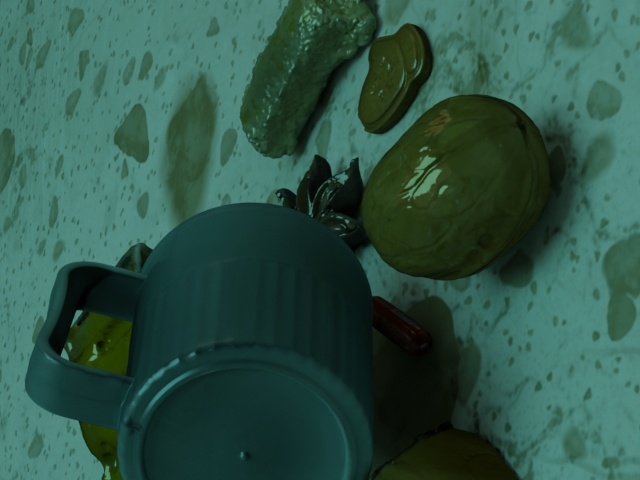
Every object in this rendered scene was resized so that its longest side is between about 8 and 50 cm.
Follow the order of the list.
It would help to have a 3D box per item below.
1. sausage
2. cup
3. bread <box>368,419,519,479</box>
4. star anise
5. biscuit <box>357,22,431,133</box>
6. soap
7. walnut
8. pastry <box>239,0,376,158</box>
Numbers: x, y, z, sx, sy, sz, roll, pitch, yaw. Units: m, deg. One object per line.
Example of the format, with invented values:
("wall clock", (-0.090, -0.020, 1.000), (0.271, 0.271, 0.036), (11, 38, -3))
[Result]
("sausage", (0.085, 0.095, 1.850), (0.129, 0.034, 0.034), (34, 110, 59))
("cup", (-0.094, 0.117, 1.710), (0.257, 0.331, 0.311), (-41, 18, 16))
("bread", (0.097, 0.254, 1.671), (0.160, 0.169, 0.140), (-107, 36, -66))
("star anise", (0.009, -0.010, 2.007), (0.172, 0.063, 0.208), (-40, 43, 44))
("biscuit", (0.079, -0.192, 1.983), (0.140, 0.023, 0.118), (-59, 34, 32))
("soap", (-0.212, 0.170, 2.179), (0.281, 0.143, 0.259), (-47, 60, 54))
("walnut", (0.136, -0.049, 1.676), (0.197, 0.165, 0.165), (-39, 46, 32))
("pastry", (-0.023, -0.216, 2.118), (0.258, 0.089, 0.121), (-56, 47, 40))
